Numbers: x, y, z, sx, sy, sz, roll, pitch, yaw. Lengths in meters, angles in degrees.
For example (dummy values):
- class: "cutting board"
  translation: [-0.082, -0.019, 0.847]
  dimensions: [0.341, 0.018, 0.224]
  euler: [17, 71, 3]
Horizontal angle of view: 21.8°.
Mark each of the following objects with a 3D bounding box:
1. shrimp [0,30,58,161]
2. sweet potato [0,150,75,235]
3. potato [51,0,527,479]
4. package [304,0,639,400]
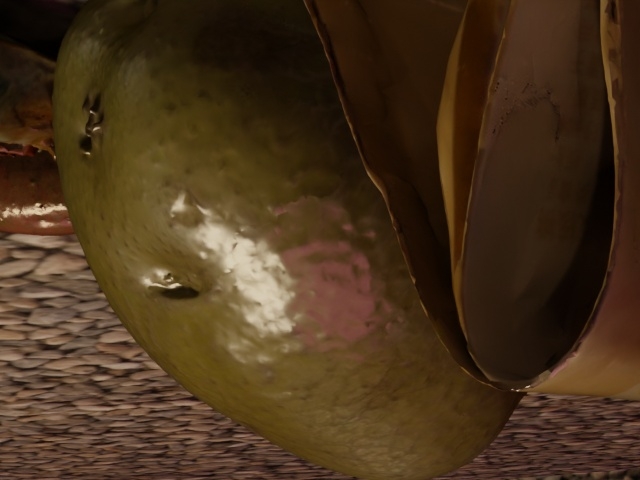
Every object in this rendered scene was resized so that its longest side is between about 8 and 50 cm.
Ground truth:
- class: "shrimp"
  translation: [-0.166, -0.062, 0.671]
  dimensions: [0.217, 0.051, 0.115]
  euler: [8, 167, -41]
- class: "sweet potato"
  translation: [-0.187, -0.026, 0.809]
  dimensions: [0.214, 0.050, 0.050]
  euler: [0, 166, 10]
- class: "potato"
  translation: [0.000, 0.000, 0.639]
  dimensions: [0.159, 0.174, 0.251]
  euler: [-42, 127, -2]
- class: "package"
  translation: [0.160, -0.072, 0.494]
  dimensions: [0.311, 0.221, 0.165]
  euler: [9, 140, -41]
